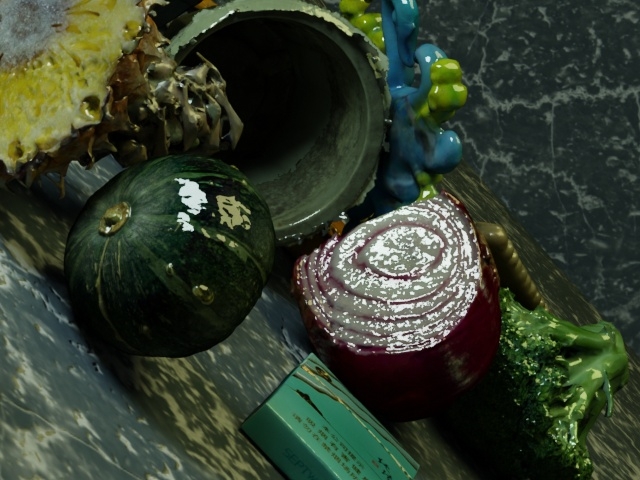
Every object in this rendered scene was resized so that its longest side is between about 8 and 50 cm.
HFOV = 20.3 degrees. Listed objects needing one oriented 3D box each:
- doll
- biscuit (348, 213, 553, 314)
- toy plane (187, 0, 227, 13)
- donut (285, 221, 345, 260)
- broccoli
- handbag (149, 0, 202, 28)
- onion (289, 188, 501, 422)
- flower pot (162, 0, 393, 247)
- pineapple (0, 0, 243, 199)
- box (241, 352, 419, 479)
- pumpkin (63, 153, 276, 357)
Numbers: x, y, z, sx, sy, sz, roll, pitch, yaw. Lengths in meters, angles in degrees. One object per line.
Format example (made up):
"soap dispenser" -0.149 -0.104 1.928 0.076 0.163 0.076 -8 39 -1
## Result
"doll" 0.078 -0.143 2.061 0.099 0.346 0.341 -8 23 -27
"biscuit" 0.180 0.063 2.251 0.217 0.044 0.325 7 -28 28
"toy plane" -0.220 -0.355 2.540 0.316 0.103 0.204 42 14 -48
"donut" 0.000 0.000 2.215 0.152 0.058 0.152 44 13 -13
"broccoli" 0.259 0.175 2.159 0.261 0.242 0.269 -141 -144 -73
"handbag" -0.244 -0.323 1.990 0.181 0.254 0.181 33 36 -52
"onion" 0.102 0.091 1.951 0.207 0.216 0.206 59 10 -62
"flower pot" -0.084 -0.152 2.020 0.290 0.290 0.259 41 1 -21
"pineapple" -0.188 -0.135 1.604 0.262 0.262 0.272 53 13 29
"box" 0.015 0.195 1.699 0.162 0.041 0.229 47 13 2
"pumpkin" -0.125 0.013 1.494 0.190 0.190 0.146 57 3 39
